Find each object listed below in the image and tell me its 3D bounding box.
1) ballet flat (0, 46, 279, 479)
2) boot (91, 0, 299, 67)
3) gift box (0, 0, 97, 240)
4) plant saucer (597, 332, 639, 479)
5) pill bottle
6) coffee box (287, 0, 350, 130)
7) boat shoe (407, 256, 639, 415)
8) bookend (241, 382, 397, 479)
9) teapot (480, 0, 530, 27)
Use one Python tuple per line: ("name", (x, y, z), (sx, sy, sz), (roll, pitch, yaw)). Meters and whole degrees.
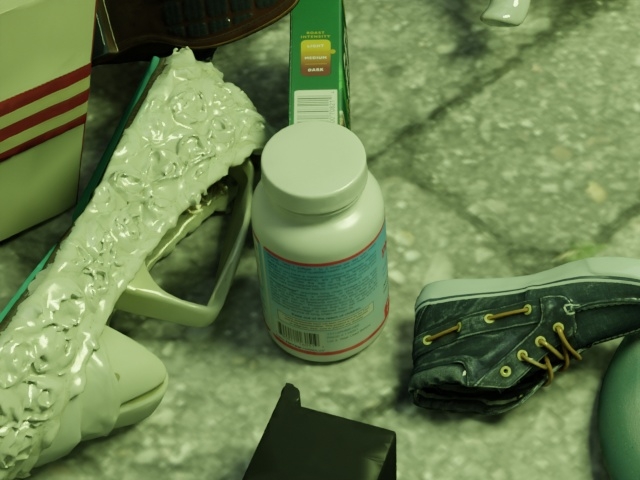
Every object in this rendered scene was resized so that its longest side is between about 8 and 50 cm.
("ballet flat", (-0.134, 0.034, 1.262), (0.147, 0.147, 0.409), (16, 53, 17))
("boot", (-0.095, -0.173, 1.410), (0.219, 0.082, 0.106), (-8, 1, 25))
("gift box", (-0.317, -0.093, 1.305), (0.258, 0.276, 0.255), (-27, 51, -34))
("plant saucer", (0.332, 0.098, 1.196), (0.317, 0.044, 0.317), (-5, 42, 4))
("pill bottle", (0.000, 0.000, 1.255), (0.087, 0.160, 0.087), (-2, 50, 2))
("coffee box", (0.000, -0.092, 1.366), (0.040, 0.113, 0.184), (-3, 48, 3))
("boat shoe", (0.144, 0.066, 1.238), (0.183, 0.065, 0.083), (-9, 52, 26))
("bookend", (0.026, 0.184, 1.154), (0.156, 0.072, 0.157), (13, 51, 13))
("teapot", (0.225, -0.294, 1.485), (0.256, 0.187, 0.252), (-18, 21, 10))
